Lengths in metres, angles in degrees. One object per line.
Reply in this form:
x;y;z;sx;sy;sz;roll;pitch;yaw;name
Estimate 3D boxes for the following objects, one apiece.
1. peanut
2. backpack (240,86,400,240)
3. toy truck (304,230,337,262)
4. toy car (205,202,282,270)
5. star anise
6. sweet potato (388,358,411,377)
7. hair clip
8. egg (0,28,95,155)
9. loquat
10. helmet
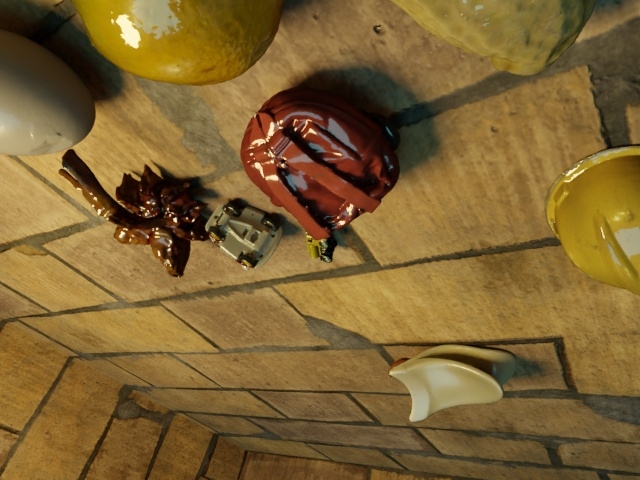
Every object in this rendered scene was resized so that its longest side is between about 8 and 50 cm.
0.120;-0.265;0.402;0.313;0.152;0.152;29;142;-15;peanut
-0.009;-0.116;0.648;0.230;0.138;0.229;10;144;7;backpack
0.000;0.000;0.875;0.054;0.049;0.083;9;145;13;toy truck
-0.156;-0.004;0.896;0.139;0.112;0.112;31;159;-3;toy car
-0.340;-0.054;0.856;0.238;0.148;0.346;-3;149;21;star anise
0.276;0.343;1.214;0.202;0.055;0.058;-11;145;30;sweet potato
0.338;0.343;1.120;0.282;0.113;0.172;-16;109;27;hair clip
-0.456;-0.212;0.664;0.232;0.176;0.176;19;144;-13;egg
-0.126;-0.261;0.453;0.246;0.213;0.213;-1;141;26;loquat
0.438;0.001;0.637;0.205;0.140;0.257;-12;133;33;helmet
